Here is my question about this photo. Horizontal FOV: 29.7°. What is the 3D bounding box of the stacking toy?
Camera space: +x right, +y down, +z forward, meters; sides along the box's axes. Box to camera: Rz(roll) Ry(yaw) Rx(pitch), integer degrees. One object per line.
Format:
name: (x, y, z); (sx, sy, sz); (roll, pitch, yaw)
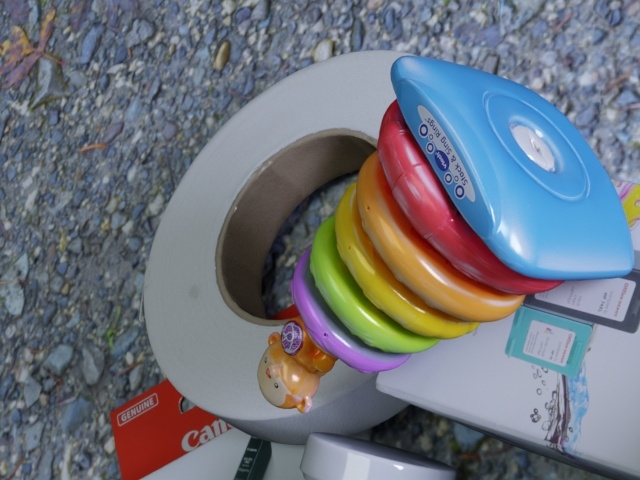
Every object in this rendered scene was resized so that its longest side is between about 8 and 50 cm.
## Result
stacking toy: (0.045, 0.026, 0.842); (0.302, 0.166, 0.175); (-44, 61, 32)

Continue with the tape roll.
tape roll: (0.000, 0.000, 1.130); (0.392, 0.072, 0.392); (-21, 51, 29)

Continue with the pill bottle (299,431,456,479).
pill bottle: (0.021, 0.297, 0.968); (0.153, 0.153, 0.264); (10, 86, 38)

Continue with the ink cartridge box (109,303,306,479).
ink cartridge box: (-0.107, 0.213, 1.173); (0.275, 0.060, 0.238); (-31, 58, 22)

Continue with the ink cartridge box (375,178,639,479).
ink cartridge box: (0.226, 0.075, 0.896); (0.270, 0.198, 0.197); (14, 81, 38)
